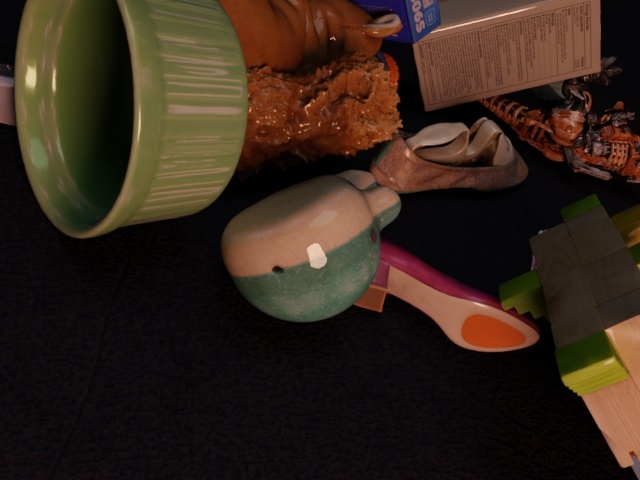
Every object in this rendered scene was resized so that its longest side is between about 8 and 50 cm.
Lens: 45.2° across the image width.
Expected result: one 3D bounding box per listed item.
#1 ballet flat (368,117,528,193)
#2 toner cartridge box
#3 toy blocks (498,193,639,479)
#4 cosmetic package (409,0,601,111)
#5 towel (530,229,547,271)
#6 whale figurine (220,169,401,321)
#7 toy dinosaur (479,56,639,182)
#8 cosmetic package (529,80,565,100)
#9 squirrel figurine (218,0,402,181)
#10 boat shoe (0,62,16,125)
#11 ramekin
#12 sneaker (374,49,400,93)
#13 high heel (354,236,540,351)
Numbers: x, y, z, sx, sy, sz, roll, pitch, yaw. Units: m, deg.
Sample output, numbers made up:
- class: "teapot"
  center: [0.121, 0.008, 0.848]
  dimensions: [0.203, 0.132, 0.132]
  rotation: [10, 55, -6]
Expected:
- class: "ballet flat"
  center: [0.220, -0.132, 1.175]
  dimensions: [0.316, 0.106, 0.107]
  rotation: [-10, 48, -34]
- class: "toner cartridge box"
  center: [0.035, -0.438, 1.294]
  dimensions: [0.075, 0.165, 0.348]
  rotation: [-40, 41, -26]
- class: "toy blocks"
  center: [0.342, 0.134, 0.836]
  dimensions: [0.260, 0.191, 0.381]
  rotation: [58, 19, -13]
- class: "cosmetic package"
  center: [0.311, -0.346, 1.323]
  dimensions: [0.310, 0.160, 0.113]
  rotation: [-12, 40, 6]
- class: "towel"
  center: [0.392, 0.067, 1.082]
  dimensions: [0.197, 0.029, 0.144]
  rotation: [23, 39, 2]
- class: "whale figurine"
  center: [0.000, 0.000, 0.901]
  dimensions: [0.216, 0.141, 0.272]
  rotation: [-16, 14, 21]
- class: "toy dinosaur"
  center: [0.445, -0.210, 1.349]
  dimensions: [0.322, 0.164, 0.218]
  rotation: [32, 52, -10]
- class: "cosmetic package"
  center: [0.467, -0.297, 1.537]
  dimensions: [0.060, 0.041, 0.115]
  rotation: [-4, 45, -28]
- class: "squirrel figurine"
  center: [-0.046, -0.257, 1.128]
  dimensions: [0.371, 0.281, 0.397]
  rotation: [-4, 58, -43]
- class: "boat shoe"
  center: [-0.451, -0.206, 0.977]
  dimensions: [0.229, 0.080, 0.076]
  rotation: [9, 34, -17]
- class: "ramekin"
  center: [-0.214, -0.159, 0.861]
  dimensions: [0.148, 0.303, 0.303]
  rotation: [-7, 46, -42]
- class: "sneaker"
  center: [0.060, -0.331, 1.360]
  dimensions: [0.087, 0.083, 0.221]
  rotation: [-8, 44, -25]
- class: "high heel"
  center: [0.150, 0.058, 0.947]
  dimensions: [0.244, 0.082, 0.117]
  rotation: [13, 40, 4]
